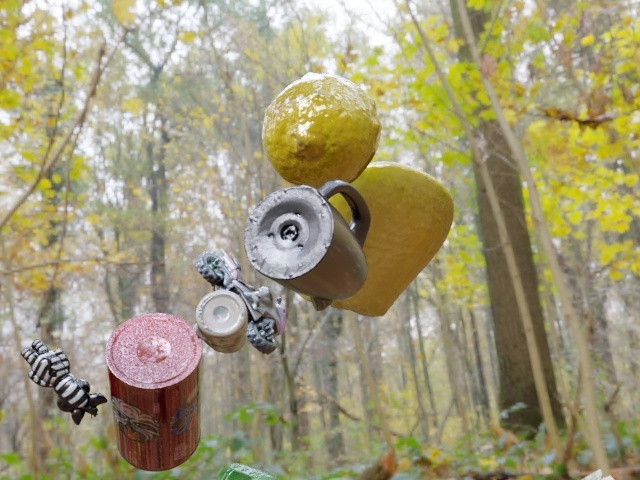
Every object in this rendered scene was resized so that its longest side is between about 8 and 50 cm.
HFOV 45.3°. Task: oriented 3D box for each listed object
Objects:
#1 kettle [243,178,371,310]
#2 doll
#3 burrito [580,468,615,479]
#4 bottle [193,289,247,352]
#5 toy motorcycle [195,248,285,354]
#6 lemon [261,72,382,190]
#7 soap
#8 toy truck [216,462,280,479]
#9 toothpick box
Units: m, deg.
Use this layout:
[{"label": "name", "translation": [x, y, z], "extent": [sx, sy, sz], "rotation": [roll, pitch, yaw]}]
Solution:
[{"label": "kettle", "translation": [0.000, 0.000, 1.219], "extent": [0.144, 0.202, 0.232], "rotation": [15, -11, 25]}, {"label": "doll", "translation": [-0.576, 0.315, 1.713], "extent": [0.091, 0.219, 0.067], "rotation": [-42, 2, -19]}, {"label": "burrito", "translation": [0.396, 0.409, 1.064], "extent": [0.107, 0.175, 0.347], "rotation": [10, -14, 12]}, {"label": "bottle", "translation": [-0.178, 0.157, 1.396], "extent": [0.099, 0.098, 0.152], "rotation": [-4, -23, -7]}, {"label": "toy motorcycle", "translation": [-0.206, 0.161, 2.082], "extent": [0.143, 0.327, 0.188], "rotation": [-42, -11, 23]}, {"label": "lemon", "translation": [0.002, -0.208, 1.488], "extent": [0.234, 0.233, 0.288], "rotation": [-11, 13, 13]}, {"label": "soap", "translation": [0.126, -0.006, 1.812], "extent": [0.306, 0.115, 0.427], "rotation": [25, -56, -13]}, {"label": "toy truck", "translation": [-0.109, 0.469, 1.360], "extent": [0.101, 0.124, 0.243], "rotation": [-8, -2, -28]}, {"label": "toothpick box", "translation": [-0.366, 0.344, 1.714], "extent": [0.204, 0.204, 0.333], "rotation": [-2, -44, -13]}]
